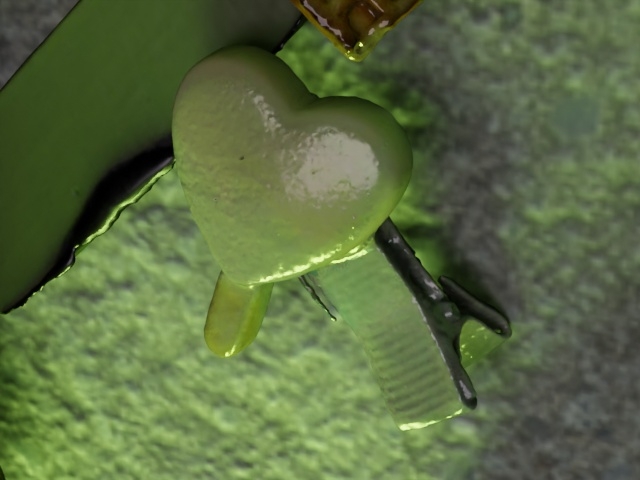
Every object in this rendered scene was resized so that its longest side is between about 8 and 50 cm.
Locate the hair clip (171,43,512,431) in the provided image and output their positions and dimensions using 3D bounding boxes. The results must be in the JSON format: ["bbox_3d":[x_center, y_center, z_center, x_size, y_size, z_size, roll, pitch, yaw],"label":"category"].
[{"bbox_3d":[-0.003,0.002,0.894,0.159,0.071,0.218,-29,107,30],"label":"hair clip"}]

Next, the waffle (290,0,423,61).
[{"bbox_3d":[0.000,-0.166,0.819,0.148,0.042,0.102,45,92,-2],"label":"waffle"}]

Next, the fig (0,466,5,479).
[{"bbox_3d":[-0.333,0.186,0.993,0.343,0.343,0.343,10,118,20],"label":"fig"}]

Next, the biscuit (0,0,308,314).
[{"bbox_3d":[-0.109,-0.072,0.941,0.099,0.038,0.322,48,124,1],"label":"biscuit"}]
